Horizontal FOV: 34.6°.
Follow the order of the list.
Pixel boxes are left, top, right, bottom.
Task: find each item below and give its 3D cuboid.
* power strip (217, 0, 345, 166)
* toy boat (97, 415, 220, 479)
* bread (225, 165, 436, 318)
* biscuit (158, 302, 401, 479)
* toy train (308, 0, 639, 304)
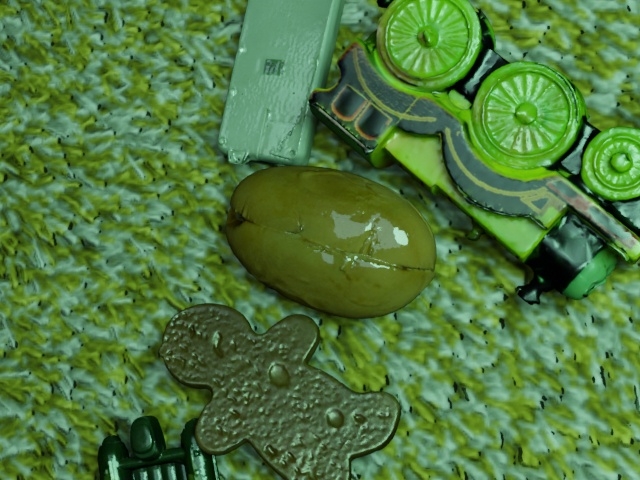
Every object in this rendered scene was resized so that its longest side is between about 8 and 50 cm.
[{"bbox_3d":[-0.033,-0.153,0.881,0.082,0.035,0.192,10,84,13],"label":"power strip"},{"bbox_3d":[-0.123,0.246,0.828,0.104,0.052,0.210,-12,76,8],"label":"toy boat"},{"bbox_3d":[0.000,0.000,0.818,0.189,0.077,0.114,16,111,21],"label":"bread"},{"bbox_3d":[-0.041,0.124,0.834,0.205,0.031,0.138,34,74,13],"label":"biscuit"},{"bbox_3d":[0.137,-0.074,0.802,0.296,0.100,0.160,40,98,14],"label":"toy train"}]
